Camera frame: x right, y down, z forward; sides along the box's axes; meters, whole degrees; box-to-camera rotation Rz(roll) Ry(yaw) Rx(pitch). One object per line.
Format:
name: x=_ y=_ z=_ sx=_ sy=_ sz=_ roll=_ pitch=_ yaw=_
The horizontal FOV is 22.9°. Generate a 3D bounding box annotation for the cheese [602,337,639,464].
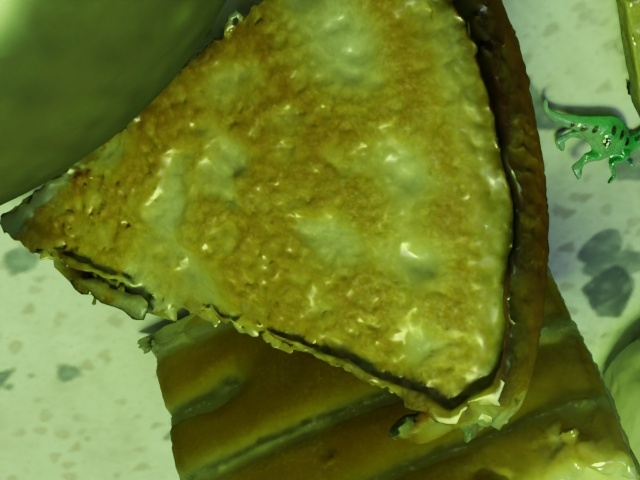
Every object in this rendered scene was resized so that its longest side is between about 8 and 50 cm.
cheese: x=0.298 y=0.133 z=1.061 sx=0.262 sy=0.093 sz=0.159 roll=14 pitch=120 yaw=-27

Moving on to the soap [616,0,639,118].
soap: x=0.285 y=-0.146 z=0.868 sx=0.252 sy=0.037 sz=0.092 roll=-20 pitch=132 yaw=1

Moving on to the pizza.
pizza: x=0.000 y=0.000 z=0.796 sx=0.287 sy=0.251 sz=0.074 roll=-34 pitch=166 yaw=19

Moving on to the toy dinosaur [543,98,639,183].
toy dinosaur: x=0.167 y=-0.065 z=0.910 sx=0.062 sy=0.021 sz=0.083 roll=-32 pitch=134 yaw=1

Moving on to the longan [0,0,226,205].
longan: x=-0.177 y=-0.130 z=0.581 sx=0.350 sy=0.288 sz=0.288 roll=-26 pitch=133 yaw=-19

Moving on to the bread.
bread: x=0.037 y=0.107 z=0.872 sx=0.246 sy=0.239 sz=0.111 roll=-20 pitch=128 yaw=3
